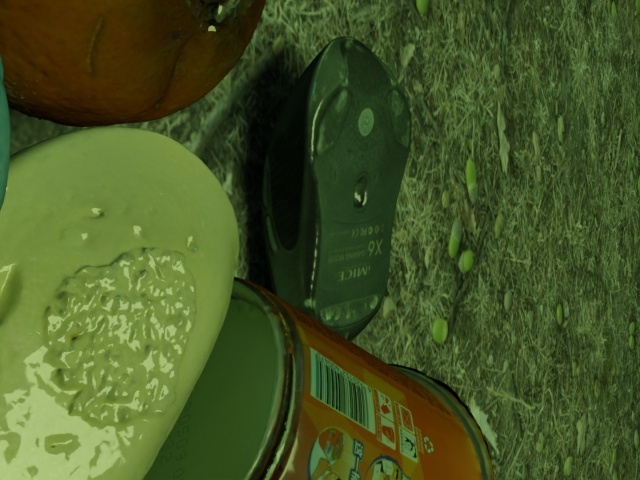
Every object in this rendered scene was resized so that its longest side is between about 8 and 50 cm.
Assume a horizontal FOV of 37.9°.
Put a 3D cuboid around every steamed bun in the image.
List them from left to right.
[{"bbox_3d":[-0.170,0.055,0.518,0.155,0.200,0.250,41,52,-24],"label":"steamed bun"}]

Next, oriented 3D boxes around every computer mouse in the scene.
[{"bbox_3d":[0.000,0.000,0.883,0.167,0.090,0.379,-5,102,-52],"label":"computer mouse"}]

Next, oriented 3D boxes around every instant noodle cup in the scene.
[{"bbox_3d":[-0.050,0.169,0.657,0.214,0.296,0.296,44,55,-39],"label":"instant noodle cup"}]

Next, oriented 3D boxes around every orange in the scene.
[{"bbox_3d":[-0.127,-0.168,0.567,0.224,0.170,0.224,-49,153,-35],"label":"orange"}]

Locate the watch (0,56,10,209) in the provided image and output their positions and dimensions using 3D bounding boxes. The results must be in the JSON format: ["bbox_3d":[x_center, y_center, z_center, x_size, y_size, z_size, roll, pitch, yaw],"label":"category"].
[{"bbox_3d":[-0.243,-0.091,0.387,0.193,0.211,0.210,-10,101,-33],"label":"watch"}]
